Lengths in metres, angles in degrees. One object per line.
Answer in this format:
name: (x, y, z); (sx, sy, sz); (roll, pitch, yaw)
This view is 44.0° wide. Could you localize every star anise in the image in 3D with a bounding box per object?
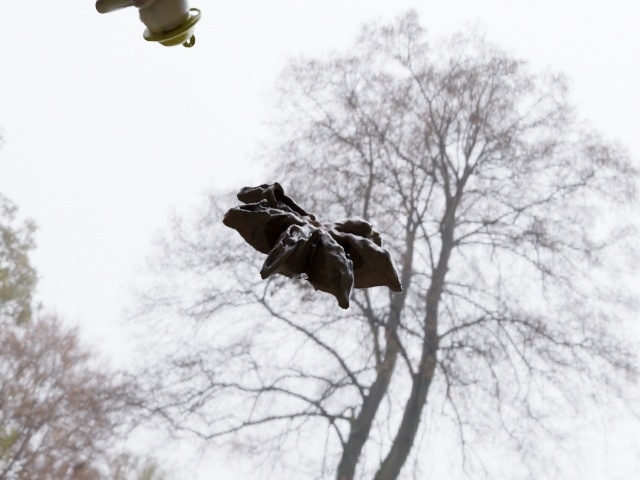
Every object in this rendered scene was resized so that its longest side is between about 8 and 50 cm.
star anise: (-0.003, 0.006, 0.842); (0.208, 0.172, 0.063); (23, -66, -9)

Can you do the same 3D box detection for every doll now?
doll: (-0.203, -0.290, 0.884); (0.081, 0.129, 0.207); (8, -27, 38)
